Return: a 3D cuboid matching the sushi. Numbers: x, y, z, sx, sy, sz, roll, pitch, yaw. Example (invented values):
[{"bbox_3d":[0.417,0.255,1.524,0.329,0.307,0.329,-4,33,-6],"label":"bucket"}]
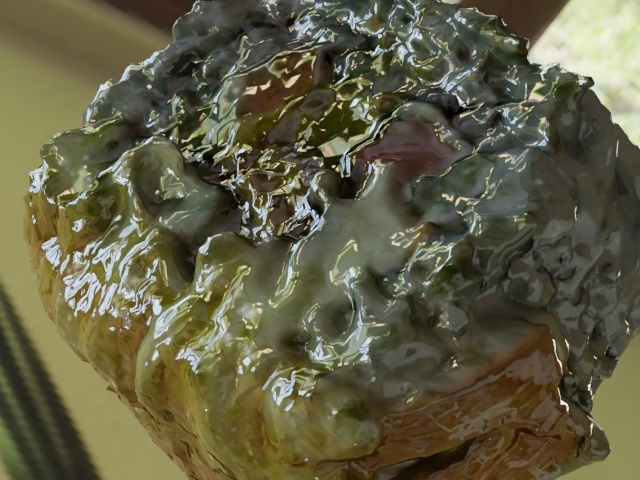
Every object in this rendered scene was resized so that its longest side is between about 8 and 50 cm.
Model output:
[{"bbox_3d":[0.000,0.000,0.684,0.274,0.184,0.139,35,163,44],"label":"sushi"}]
